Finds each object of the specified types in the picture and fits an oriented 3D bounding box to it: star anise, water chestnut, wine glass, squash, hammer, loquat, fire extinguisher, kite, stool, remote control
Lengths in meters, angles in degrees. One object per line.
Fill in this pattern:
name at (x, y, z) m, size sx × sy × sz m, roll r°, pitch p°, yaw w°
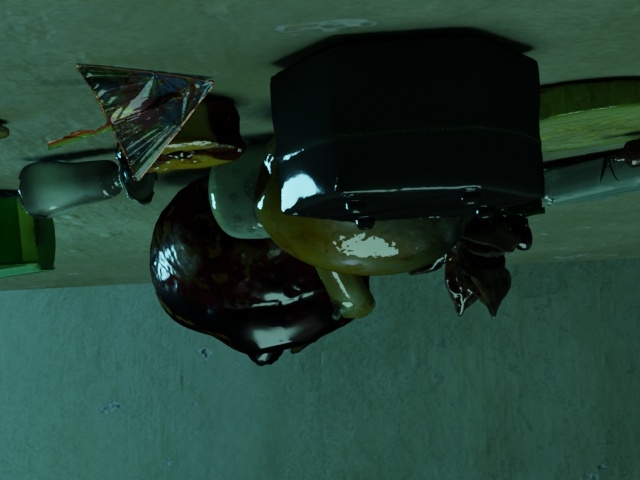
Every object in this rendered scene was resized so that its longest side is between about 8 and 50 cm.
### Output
star anise at (0.161, -0.016, 1.943) m, size 0.081 × 0.230 × 0.262 m, roll -27°, pitch -150°, yaw -30°
water chestnut at (-0.079, 0.034, 2.026) m, size 0.289 × 0.244 × 0.289 m, roll -4°, pitch 172°, yaw -1°
wine glass at (-0.267, -0.066, 1.792) m, size 0.155 × 0.072 × 0.072 m, roll -7°, pitch 173°, yaw 31°
squash at (0.284, -0.126, 1.600) m, size 0.219 × 0.041 × 0.219 m, roll -4°, pitch 175°, yaw 0°
hammer at (0.000, 0.000, 1.827) m, size 0.202 × 0.113 × 0.305 m, roll -3°, pitch 141°, yaw 17°
loquat at (0.047, -0.049, 1.596) m, size 0.227 × 0.179 × 0.179 m, roll 8°, pitch 172°, yaw -13°
fire extinguisher at (0.372, -0.102, 1.646) m, size 0.173 × 0.035 × 0.049 m, roll -13°, pitch -148°, yaw 2°
kite at (-0.167, -0.110, 1.396) m, size 0.159 × 0.010 × 0.190 m, roll -23°, pitch 149°, yaw -1°
stool at (0.074, -0.088, 1.349) m, size 0.232 × 0.141 × 0.232 m, roll -2°, pitch 175°, yaw 0°
remote control at (0.382, -0.086, 2.035) m, size 0.104 × 0.052 × 0.247 m, roll 0°, pitch 171°, yaw -44°

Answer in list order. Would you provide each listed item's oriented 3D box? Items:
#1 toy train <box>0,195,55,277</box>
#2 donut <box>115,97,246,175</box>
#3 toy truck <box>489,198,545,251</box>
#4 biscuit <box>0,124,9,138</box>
toy train at (-0.510, 0.001, 2.109) m, size 0.301 × 0.120 × 0.202 m, roll -8°, pitch 176°, yaw 40°
donut at (-0.138, -0.102, 1.523) m, size 0.140 × 0.059 × 0.140 m, roll -3°, pitch 173°, yaw 0°
toy truck at (0.199, -0.036, 2.075) m, size 0.088 × 0.121 × 0.259 m, roll -2°, pitch 174°, yaw -21°
biscuit at (-0.374, -0.104, 1.590) m, size 0.147 × 0.018 × 0.071 m, roll -9°, pitch 171°, yaw 43°
